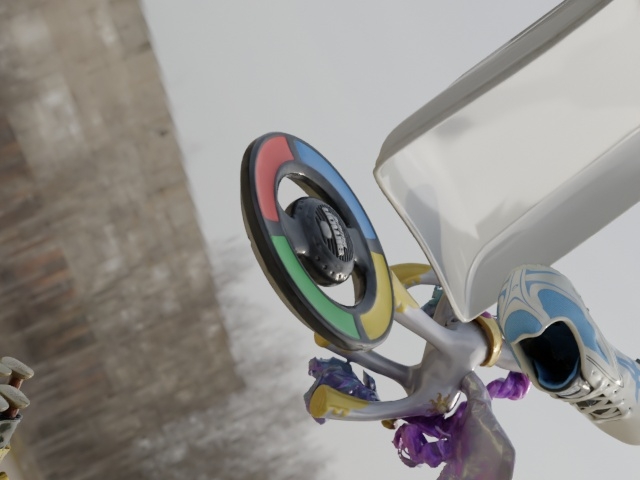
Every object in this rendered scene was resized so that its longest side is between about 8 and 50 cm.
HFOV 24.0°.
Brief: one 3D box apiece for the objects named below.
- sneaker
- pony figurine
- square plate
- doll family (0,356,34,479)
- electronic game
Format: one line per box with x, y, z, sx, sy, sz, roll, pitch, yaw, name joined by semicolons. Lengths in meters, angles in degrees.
0.221;0.116;1.292;0.237;0.085;0.086;46;45;-34;sneaker
0.161;0.198;2.029;0.351;0.363;0.303;-62;-151;19;pony figurine
0.212;-0.101;1.221;0.049;0.347;0.344;54;0;27;square plate
-0.232;0.135;0.877;0.076;0.111;0.193;34;14;29;doll family
0.000;0.000;1.433;0.229;0.048;0.229;43;31;-35;electronic game
